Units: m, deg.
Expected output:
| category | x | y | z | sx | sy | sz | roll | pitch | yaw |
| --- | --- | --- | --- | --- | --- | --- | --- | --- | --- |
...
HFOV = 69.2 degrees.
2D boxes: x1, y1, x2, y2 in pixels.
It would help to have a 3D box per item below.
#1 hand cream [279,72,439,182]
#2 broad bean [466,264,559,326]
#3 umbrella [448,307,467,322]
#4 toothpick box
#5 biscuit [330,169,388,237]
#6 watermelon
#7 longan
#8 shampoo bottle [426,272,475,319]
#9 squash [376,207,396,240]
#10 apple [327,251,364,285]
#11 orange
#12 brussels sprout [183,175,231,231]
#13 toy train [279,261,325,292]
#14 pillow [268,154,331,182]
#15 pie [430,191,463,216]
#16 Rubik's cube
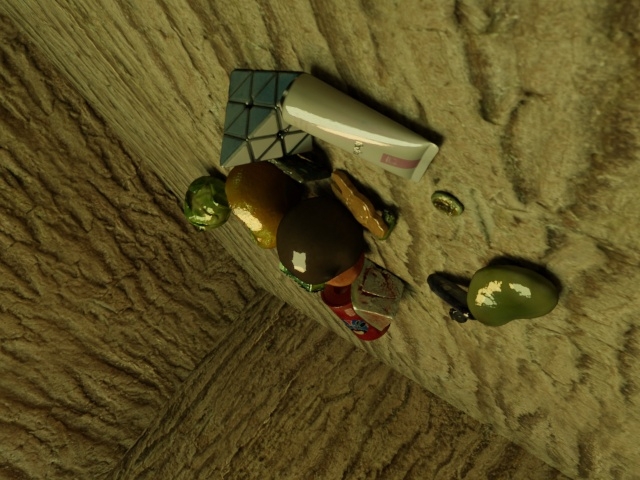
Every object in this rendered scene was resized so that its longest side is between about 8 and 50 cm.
| category | x | y | z | sx | sy | sz | roll | pitch | yaw |
| --- | --- | --- | --- | --- | --- | --- | --- | --- | --- |
| hand cream | 0.082 | -0.246 | 1.041 | 0.358 | 0.118 | 0.185 | 30 | 163 | 6 |
| broad bean | 0.487 | 0.133 | 1.198 | 0.189 | 0.121 | 0.263 | 40 | 150 | -4 |
| umbrella | 0.479 | 0.220 | 1.509 | 0.066 | 0.059 | 0.236 | 14 | 158 | 4 |
| toothpick box | 0.162 | 0.283 | 2.050 | 0.204 | 0.204 | 0.333 | 22 | 159 | 44 |
| biscuit | 0.112 | -0.102 | 1.382 | 0.236 | 0.040 | 0.144 | 51 | 172 | 14 |
| watermelon | 0.252 | 0.223 | 1.821 | 0.201 | 0.213 | 0.261 | -2 | 145 | 41 |
| longan | -0.004 | -0.001 | 1.522 | 0.297 | 0.297 | 0.297 | 35 | 163 | 12 |
| shampoo bottle | 0.407 | 0.166 | 1.419 | 0.233 | 0.087 | 0.049 | -136 | 49 | -60 |
| squash | 0.198 | -0.049 | 1.397 | 0.052 | 0.052 | 0.183 | 34 | 162 | 13 |
| apple | 0.066 | 0.075 | 1.739 | 0.209 | 0.209 | 0.164 | 21 | 147 | 46 |
| orange | -0.180 | -0.126 | 1.630 | 0.196 | 0.262 | 0.335 | 7 | 139 | 32 |
| brussels sprout | -0.533 | -0.183 | 2.215 | 0.294 | 0.259 | 0.227 | 35 | -164 | 35 |
| toy train | -0.040 | 0.096 | 1.934 | 0.271 | 0.188 | 0.159 | 32 | 124 | 43 |
| pillow | -0.101 | -0.242 | 1.370 | 0.255 | 0.034 | 0.189 | 33 | -158 | 17 |
| pie | 0.308 | -0.086 | 1.127 | 0.085 | 0.017 | 0.085 | 35 | 163 | 12 |
| Rubik's cube | -0.138 | -0.327 | 1.222 | 0.233 | 0.228 | 0.228 | -82 | -8 | -68 |
